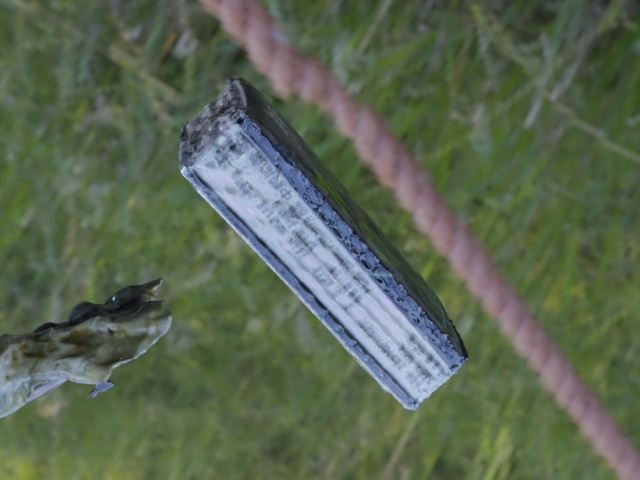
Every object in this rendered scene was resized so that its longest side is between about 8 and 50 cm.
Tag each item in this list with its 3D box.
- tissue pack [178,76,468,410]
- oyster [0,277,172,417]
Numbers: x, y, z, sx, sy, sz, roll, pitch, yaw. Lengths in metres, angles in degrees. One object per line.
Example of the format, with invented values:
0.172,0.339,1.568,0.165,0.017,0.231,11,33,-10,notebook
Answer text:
0.000,0.000,1.370,0.235,0.073,0.173,48,-175,-13,tissue pack
-0.157,0.057,0.887,0.106,0.200,0.061,-7,105,64,oyster
